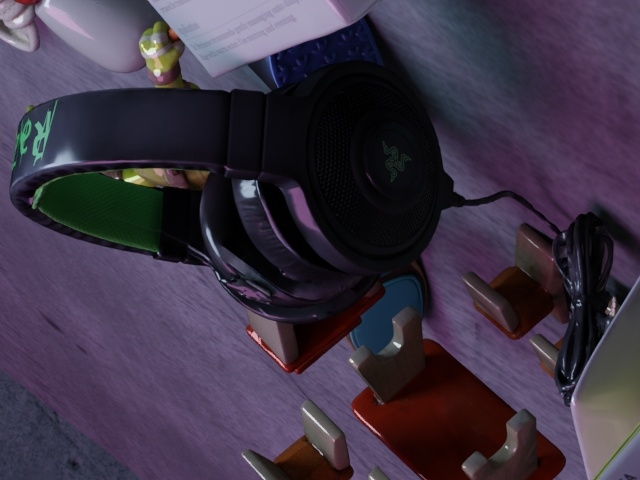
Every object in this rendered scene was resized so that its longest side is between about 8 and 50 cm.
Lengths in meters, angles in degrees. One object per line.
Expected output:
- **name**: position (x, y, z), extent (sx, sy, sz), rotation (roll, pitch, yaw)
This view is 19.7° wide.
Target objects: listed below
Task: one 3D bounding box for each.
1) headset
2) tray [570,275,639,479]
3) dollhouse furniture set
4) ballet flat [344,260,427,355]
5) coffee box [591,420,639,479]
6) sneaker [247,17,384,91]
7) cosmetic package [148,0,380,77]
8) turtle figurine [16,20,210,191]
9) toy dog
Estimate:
- **headset**: position (0.000, 0.000, 1.169), extent (0.394, 0.185, 0.243), rotation (6, 166, -13)
- **tray**: position (0.198, 0.011, 0.850), extent (0.030, 0.270, 0.145), rotation (21, 152, 29)
- **dollhouse furniture set**: position (0.062, 0.106, 1.334), extent (0.259, 0.262, 0.135), rotation (43, 165, 33)
- **ballet flat**: position (0.040, 0.014, 1.503), extent (0.232, 0.080, 0.073), rotation (80, 169, -55)
- **coffee box**: position (0.331, 0.172, 0.791), extent (0.334, 0.338, 0.337), rotation (34, 158, 29)
- **sneaker**: position (-0.040, -0.168, 1.270), extent (0.232, 0.081, 0.090), rotation (53, 172, -21)
- **cosmetic package**: position (-0.096, -0.290, 1.009), extent (0.385, 0.156, 0.217), rotation (51, 160, -14)
- **turtle figurine**: position (-0.113, -0.063, 1.449), extent (0.217, 0.087, 0.269), rotation (-11, 145, 15)
- **toy dog**: position (-0.244, -0.282, 1.396), extent (0.220, 0.161, 0.334), rotation (20, 164, 45)
